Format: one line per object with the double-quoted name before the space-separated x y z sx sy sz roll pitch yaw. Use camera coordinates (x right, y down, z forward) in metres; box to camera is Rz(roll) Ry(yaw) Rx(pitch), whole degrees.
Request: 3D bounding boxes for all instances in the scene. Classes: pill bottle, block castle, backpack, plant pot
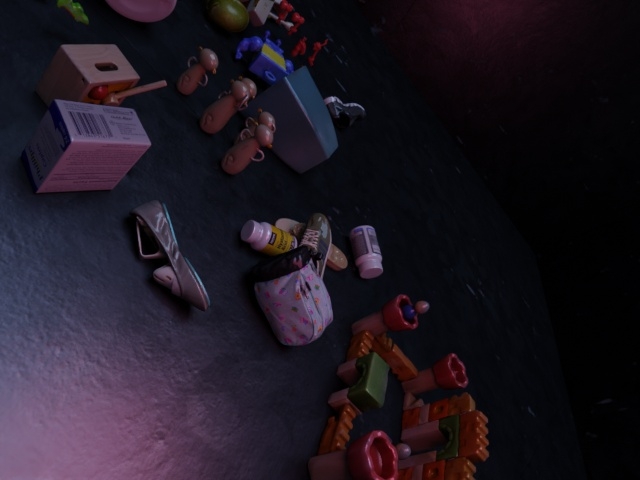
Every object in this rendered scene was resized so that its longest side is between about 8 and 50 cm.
"pill bottle" -0.113 -0.001 0.940 0.116 0.065 0.065 26 44 -39
"block castle" 0.189 0.359 0.905 0.303 0.213 0.453 49 33 -14
"pill bottle" -0.407 -0.656 0.979 0.160 0.161 0.282 18 57 -46
"backpack" -0.053 0.116 0.868 0.115 0.152 0.181 -35 105 -52
"plant pot" -0.065 -0.318 1.191 0.234 0.166 0.165 55 32 -18
"pill bottle" 0.130 0.033 1.227 0.078 0.078 0.137 23 46 -43

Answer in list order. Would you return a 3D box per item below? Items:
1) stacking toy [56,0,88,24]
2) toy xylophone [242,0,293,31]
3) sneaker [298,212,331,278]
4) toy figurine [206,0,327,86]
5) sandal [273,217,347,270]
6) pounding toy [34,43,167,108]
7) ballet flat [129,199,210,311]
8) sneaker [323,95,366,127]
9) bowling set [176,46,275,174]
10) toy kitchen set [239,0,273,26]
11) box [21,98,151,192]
"stacking toy" -0.521 -0.495 0.759 0.221 0.052 0.166 40 17 -56
"toy xylophone" -0.218 -0.828 1.479 0.323 0.081 0.236 1 64 -53
"sneaker" -0.019 0.022 0.974 0.086 0.065 0.191 44 51 -70
"toy figurine" -0.152 -0.560 1.257 0.363 0.191 0.217 27 48 -37
"sandal" 0.000 -0.005 1.081 0.240 0.079 0.088 33 40 -33
"pounding toy" -0.374 -0.266 0.748 0.100 0.130 0.141 54 32 -6
"ballet flat" -0.259 0.033 0.727 0.068 0.072 0.213 -23 80 -30
"sneaker" 0.096 -0.456 1.601 0.234 0.078 0.106 -2 68 -50
"bowling set" -0.181 -0.311 1.024 0.286 0.154 0.200 59 32 0
"toy kitchen set" -0.269 -0.759 1.300 0.207 0.166 0.122 49 52 -50
"box" -0.355 -0.138 0.658 0.126 0.137 0.072 -15 74 -57
